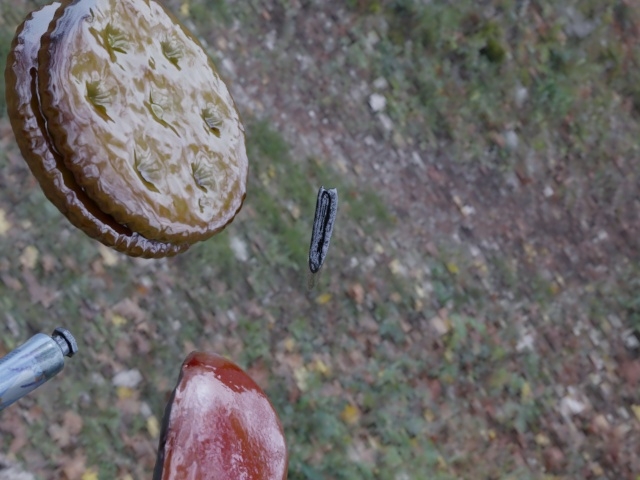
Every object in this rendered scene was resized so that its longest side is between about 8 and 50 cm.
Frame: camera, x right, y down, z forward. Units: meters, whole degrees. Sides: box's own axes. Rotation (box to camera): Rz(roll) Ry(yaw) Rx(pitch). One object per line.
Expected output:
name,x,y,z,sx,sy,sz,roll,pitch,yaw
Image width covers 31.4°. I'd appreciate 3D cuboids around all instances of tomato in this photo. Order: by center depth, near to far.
tomato,-0.064,0.163,0.770,0.166,0.082,0.174,61,31,-84

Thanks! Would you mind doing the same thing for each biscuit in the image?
biscuit,-0.142,-0.091,0.871,0.220,0.066,0.220,38,40,-41

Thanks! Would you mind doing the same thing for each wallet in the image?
wallet,0.000,0.000,1.044,0.157,0.018,0.082,102,-3,-83

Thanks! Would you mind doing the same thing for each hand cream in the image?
hand cream,-0.420,0.194,1.418,0.058,0.091,0.271,42,49,15
